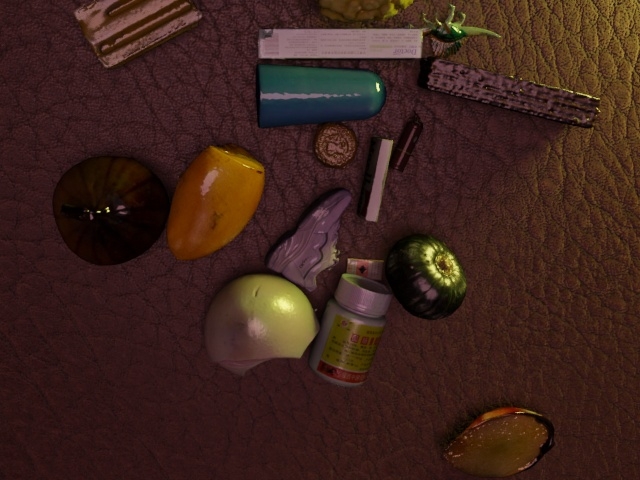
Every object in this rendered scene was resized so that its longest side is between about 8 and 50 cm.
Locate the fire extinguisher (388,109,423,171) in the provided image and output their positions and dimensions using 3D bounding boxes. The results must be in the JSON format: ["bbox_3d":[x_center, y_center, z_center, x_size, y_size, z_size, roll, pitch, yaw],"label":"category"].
[{"bbox_3d":[0.193,-0.215,1.641,0.056,0.039,0.132,17,100,-41],"label":"fire extinguisher"}]

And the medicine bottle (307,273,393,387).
[{"bbox_3d":[0.067,0.198,1.660,0.139,0.139,0.225,17,100,-8],"label":"medicine bottle"}]

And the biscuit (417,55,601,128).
[{"bbox_3d":[0.396,-0.317,1.601,0.388,0.107,0.073,13,103,-7],"label":"biscuit"}]

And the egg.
[{"bbox_3d":[-0.155,0.181,1.601,0.271,0.162,0.206,-20,90,15],"label":"egg"}]

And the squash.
[{"bbox_3d":[0.228,0.080,1.632,0.156,0.193,0.193,-15,104,31],"label":"squash"}]

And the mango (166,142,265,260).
[{"bbox_3d":[-0.225,-0.068,1.572,0.138,0.187,0.257,34,108,27],"label":"mango"}]

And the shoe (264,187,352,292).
[{"bbox_3d":[0.000,0.000,1.645,0.137,0.095,0.245,41,99,-14],"label":"shoe"}]

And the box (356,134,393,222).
[{"bbox_3d":[0.116,-0.135,1.612,0.036,0.115,0.177,10,100,-8],"label":"box"}]

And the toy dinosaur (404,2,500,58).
[{"bbox_3d":[0.279,-0.439,1.605,0.187,0.044,0.106,27,105,-17],"label":"toy dinosaur"}]

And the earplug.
[{"bbox_3d":[0.004,-0.305,1.568,0.273,0.132,0.132,-3,101,-8],"label":"earplug"}]

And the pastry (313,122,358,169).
[{"bbox_3d":[0.033,-0.205,1.621,0.097,0.057,0.109,-20,101,1],"label":"pastry"}]

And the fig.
[{"bbox_3d":[-0.432,-0.060,1.546,0.235,0.214,0.235,-7,105,-29],"label":"fig"}]

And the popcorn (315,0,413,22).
[{"bbox_3d":[0.084,-0.567,1.460,0.237,0.293,0.293,7,101,13],"label":"popcorn"}]

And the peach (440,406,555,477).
[{"bbox_3d":[0.415,0.478,1.783,0.279,0.068,0.189,-5,109,-5],"label":"peach"}]

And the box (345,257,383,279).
[{"bbox_3d":[0.100,0.065,1.702,0.083,0.012,0.046,4,102,-5],"label":"box"}]

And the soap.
[{"bbox_3d":[-0.370,-0.457,1.530,0.233,0.076,0.135,-29,102,1],"label":"soap"}]

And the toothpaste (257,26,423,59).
[{"bbox_3d":[0.040,-0.408,1.559,0.337,0.081,0.067,0,102,-1],"label":"toothpaste"}]
